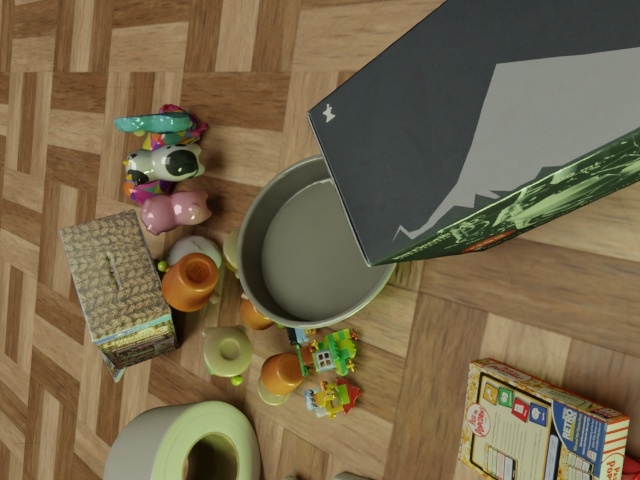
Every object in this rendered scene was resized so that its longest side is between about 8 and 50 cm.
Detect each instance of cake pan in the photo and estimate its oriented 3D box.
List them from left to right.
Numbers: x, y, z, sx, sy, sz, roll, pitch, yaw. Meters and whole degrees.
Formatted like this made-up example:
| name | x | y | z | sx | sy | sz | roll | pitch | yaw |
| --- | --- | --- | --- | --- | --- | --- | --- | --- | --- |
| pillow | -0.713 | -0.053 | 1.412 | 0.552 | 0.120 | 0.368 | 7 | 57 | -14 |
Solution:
| name | x | y | z | sx | sy | sz | roll | pitch | yaw |
| --- | --- | --- | --- | --- | --- | --- | --- | --- | --- |
| cake pan | 0.000 | 0.000 | 0.786 | 0.293 | 0.054 | 0.293 | -10 | 66 | 24 |

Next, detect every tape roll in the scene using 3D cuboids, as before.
| name | x | y | z | sx | sy | sz | roll | pitch | yaw |
| --- | --- | --- | --- | --- | --- | --- | --- | --- | --- |
| tape roll | -0.258 | 0.438 | 0.934 | 0.169 | 0.246 | 0.246 | -21 | 78 | 37 |

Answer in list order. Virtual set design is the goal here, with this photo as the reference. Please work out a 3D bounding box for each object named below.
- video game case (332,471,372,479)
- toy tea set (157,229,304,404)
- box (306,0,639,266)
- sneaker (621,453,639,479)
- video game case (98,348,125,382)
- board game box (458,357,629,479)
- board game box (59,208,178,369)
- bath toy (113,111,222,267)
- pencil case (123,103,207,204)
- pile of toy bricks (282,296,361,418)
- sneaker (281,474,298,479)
| name | x | y | z | sx | sy | sz | roll | pitch | yaw |
| --- | --- | --- | --- | --- | --- | --- | --- | --- | --- |
| video game case | 0.164 | 0.542 | 0.739 | 0.329 | 0.036 | 0.300 | -4 | 89 | 39 |
| toy tea set | -0.161 | 0.151 | 0.904 | 0.124 | 0.200 | 0.336 | -43 | 66 | 52 |
| box | 0.224 | -0.124 | 0.504 | 0.343 | 0.312 | 0.179 | -31 | 73 | 35 |
| sneaker | 0.378 | 0.270 | 0.536 | 0.221 | 0.087 | 0.128 | -44 | 67 | 28 |
| video game case | -0.554 | 0.304 | 1.308 | 0.122 | 0.011 | 0.087 | 49 | 118 | 27 |
| board game box | 0.263 | 0.249 | 0.607 | 0.193 | 0.045 | 0.147 | 15 | 101 | 59 |
| board game box | -0.408 | 0.115 | 1.024 | 0.232 | 0.141 | 0.291 | 64 | 158 | 18 |
| bath toy | -0.304 | -0.075 | 0.976 | 0.151 | 0.129 | 0.348 | -6 | 105 | 24 |
| pencil case | -0.351 | -0.186 | 1.088 | 0.236 | 0.104 | 0.104 | -50 | 63 | 28 |
| pile of toy bricks | 0.014 | 0.181 | 0.818 | 0.105 | 0.118 | 0.212 | -17 | 68 | 4 |
| sneaker | -0.049 | 0.552 | 0.876 | 0.121 | 0.079 | 0.217 | 21 | 102 | 37 |
